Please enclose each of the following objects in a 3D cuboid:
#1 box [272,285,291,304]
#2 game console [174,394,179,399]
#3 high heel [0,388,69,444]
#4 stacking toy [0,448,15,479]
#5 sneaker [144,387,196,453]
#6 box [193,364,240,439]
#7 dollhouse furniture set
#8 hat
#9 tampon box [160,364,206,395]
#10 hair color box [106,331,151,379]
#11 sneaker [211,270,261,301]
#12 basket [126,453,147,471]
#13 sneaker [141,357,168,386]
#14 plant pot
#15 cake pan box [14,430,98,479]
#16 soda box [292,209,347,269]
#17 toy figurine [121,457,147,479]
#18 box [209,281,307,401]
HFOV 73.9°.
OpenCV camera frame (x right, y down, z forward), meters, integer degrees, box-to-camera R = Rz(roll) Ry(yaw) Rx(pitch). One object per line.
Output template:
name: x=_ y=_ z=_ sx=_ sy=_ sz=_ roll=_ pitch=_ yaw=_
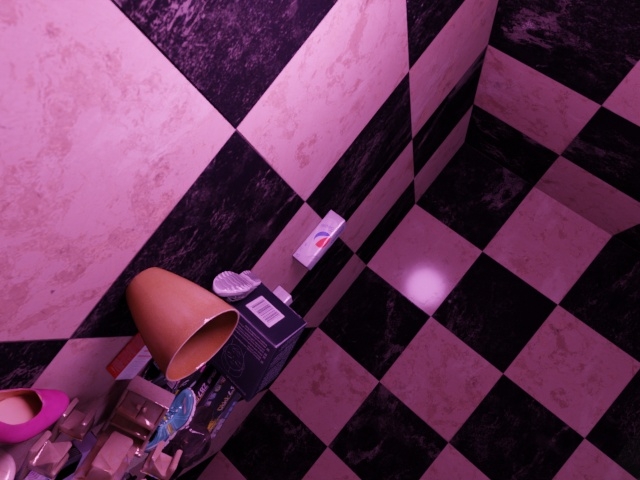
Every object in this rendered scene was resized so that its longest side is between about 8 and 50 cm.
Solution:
box: x=-0.203 y=0.298 z=2.106 sx=0.101 sy=0.087 sz=0.102 roll=-46 pitch=162 yaw=-17
game console: x=-0.702 y=0.673 z=1.693 sx=0.293 sy=0.173 sz=0.251 roll=-6 pitch=101 yaw=-68
high heel: x=-0.679 y=0.345 z=0.919 sx=0.181 sy=0.127 sz=0.377 roll=-55 pitch=165 yaw=5
stacking toy: x=-0.862 y=0.661 z=1.091 sx=0.141 sy=0.141 sz=0.330 roll=-31 pitch=158 yaw=-49
sneaker: x=-0.570 y=0.673 z=1.583 sx=0.275 sy=0.107 sz=0.110 roll=-52 pitch=145 yaw=-8
box: x=-0.539 y=0.808 z=2.127 sx=0.395 sy=0.097 sz=0.318 roll=-57 pitch=155 yaw=-7
dollhouse furniture set: x=-0.635 y=0.654 z=1.299 sx=0.257 sy=0.361 sz=0.394 roll=-56 pitch=-171 yaw=18
hat: x=-0.579 y=0.918 z=1.921 sx=0.331 sy=0.133 sz=0.332 roll=-38 pitch=144 yaw=-34
tampon box: x=-0.548 y=0.517 z=1.638 sx=0.121 sy=0.101 sz=0.161 roll=-57 pitch=163 yaw=18
hair color box: x=-0.570 y=0.351 z=1.329 sx=0.167 sy=0.053 sz=0.093 roll=-48 pitch=162 yaw=-6
sneaker: x=-0.313 y=0.186 z=1.562 sx=0.115 sy=0.105 sz=0.281 roll=-54 pitch=163 yaw=9
basket: x=-0.783 y=0.864 z=1.739 sx=0.113 sy=0.103 sz=0.167 roll=-55 pitch=164 yaw=15
sneaker: x=-0.520 y=0.411 z=1.502 sx=0.267 sy=0.101 sz=0.106 roll=-51 pitch=161 yaw=-3
plant pot: x=-0.390 y=0.195 z=1.126 sx=0.237 sy=0.254 sz=0.237 roll=-46 pitch=163 yaw=-19
cake pan box: x=-0.877 y=0.781 z=1.394 sx=0.267 sy=0.070 sz=0.245 roll=-59 pitch=164 yaw=21
soda box: x=0.000 y=0.000 z=2.014 sx=0.286 sy=0.091 sz=0.098 roll=-50 pitch=163 yaw=-7
toy figurine: x=-0.819 y=1.038 z=1.927 sx=0.213 sy=0.148 sz=0.210 roll=-39 pitch=159 yaw=-34
box: x=-0.284 y=0.422 z=1.798 sx=0.212 sy=0.293 sz=0.396 roll=-29 pitch=152 yaw=-51
